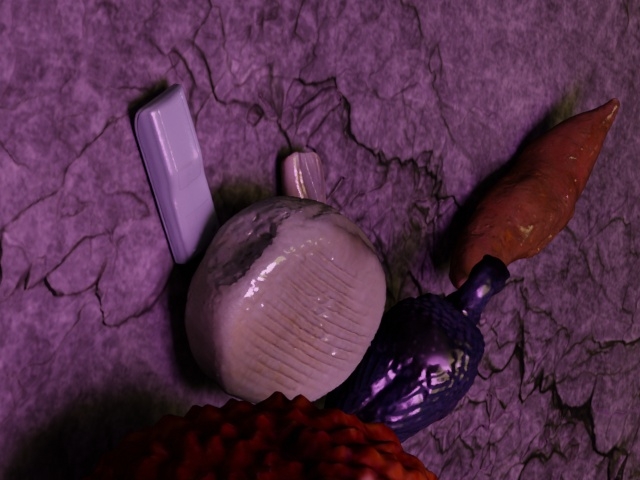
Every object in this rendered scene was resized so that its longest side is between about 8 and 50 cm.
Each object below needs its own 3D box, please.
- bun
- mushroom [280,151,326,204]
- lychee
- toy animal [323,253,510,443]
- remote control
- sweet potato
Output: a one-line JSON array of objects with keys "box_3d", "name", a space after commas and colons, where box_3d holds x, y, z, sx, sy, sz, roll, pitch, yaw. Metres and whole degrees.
[{"box_3d": [-0.041, 0.053, 1.802, 0.221, 0.108, 0.221, -25, 130, -34], "name": "bun"}, {"box_3d": [-0.002, 0.001, 1.907, 0.059, 0.054, 0.202, -43, 123, -48], "name": "mushroom"}, {"box_3d": [-0.054, 0.331, 1.596, 0.425, 0.424, 0.500, -58, 163, -30], "name": "lychee"}, {"box_3d": [0.088, 0.135, 1.942, 0.298, 0.185, 0.122, -40, 83, -26], "name": "toy animal"}, {"box_3d": [-0.127, -0.060, 1.740, 0.061, 0.029, 0.162, -42, 127, -40], "name": "remote control"}, {"box_3d": [0.237, -0.038, 2.180, 0.354, 0.095, 0.106, -46, 175, -37], "name": "sweet potato"}]
